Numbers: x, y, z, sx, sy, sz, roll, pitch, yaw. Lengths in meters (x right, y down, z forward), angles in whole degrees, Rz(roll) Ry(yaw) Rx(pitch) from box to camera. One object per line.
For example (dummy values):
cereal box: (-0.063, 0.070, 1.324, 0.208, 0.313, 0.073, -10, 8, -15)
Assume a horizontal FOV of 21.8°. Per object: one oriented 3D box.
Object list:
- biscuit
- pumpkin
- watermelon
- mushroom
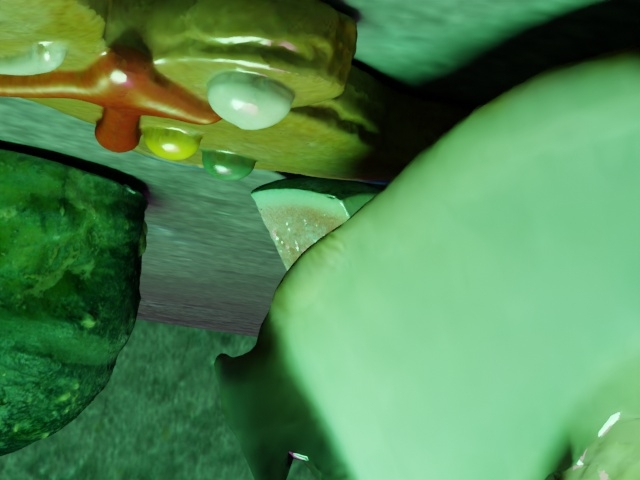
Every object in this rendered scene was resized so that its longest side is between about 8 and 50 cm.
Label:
biscuit: (-0.076, -0.062, 0.614, 0.205, 0.049, 0.324, 6, 171, 25)
pumpkin: (-0.265, 0.040, 1.059, 0.293, 0.197, 0.263, 9, 176, 10)
watermelon: (0.003, -0.004, 0.899, 0.092, 0.072, 0.084, 16, 153, -26)
mushroom: (0.214, 0.043, 0.635, 0.397, 0.224, 0.313, -3, 150, -32)
